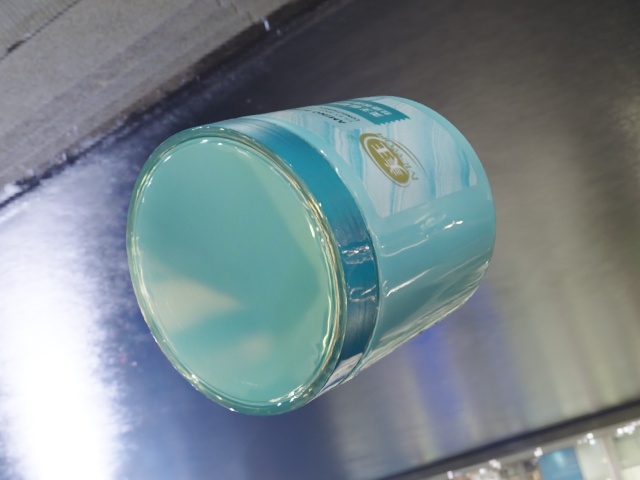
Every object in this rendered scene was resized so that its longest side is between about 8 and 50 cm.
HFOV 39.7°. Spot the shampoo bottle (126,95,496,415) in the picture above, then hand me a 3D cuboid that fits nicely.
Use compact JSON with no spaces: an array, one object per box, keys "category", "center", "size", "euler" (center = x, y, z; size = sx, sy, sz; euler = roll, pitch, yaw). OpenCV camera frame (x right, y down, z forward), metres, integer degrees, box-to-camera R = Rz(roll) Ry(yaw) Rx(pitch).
[{"category":"shampoo bottle","center":[0.000,0.000,1.092],"size":[0.331,0.331,0.343],"euler":[-30,173,40]}]
